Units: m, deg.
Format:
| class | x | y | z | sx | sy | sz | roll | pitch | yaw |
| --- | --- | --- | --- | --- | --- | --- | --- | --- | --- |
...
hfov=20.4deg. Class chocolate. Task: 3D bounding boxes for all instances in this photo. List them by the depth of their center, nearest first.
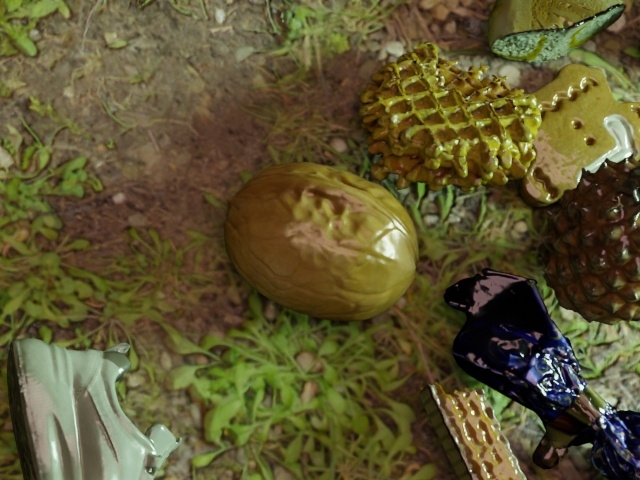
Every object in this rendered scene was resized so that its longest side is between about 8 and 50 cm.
| class | x | y | z | sx | sy | sz | roll | pitch | yaw |
| --- | --- | --- | --- | --- | --- | --- | --- | --- | --- |
| chocolate | 0.258 | 0.165 | 1.837 | 0.343 | 0.126 | 0.148 | 41 | 86 | 2 |

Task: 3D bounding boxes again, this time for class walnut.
| class | x | y | z | sx | sy | sz | roll | pitch | yaw |
| --- | --- | --- | --- | --- | --- | --- | --- | --- | --- |
| walnut | 0.000 | 0.000 | 1.817 | 0.207 | 0.159 | 0.159 | 21 | 74 | 2 |

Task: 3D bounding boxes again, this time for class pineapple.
| class | x | y | z | sx | sy | sz | roll | pitch | yaw |
| --- | --- | --- | --- | --- | --- | --- | --- | --- | --- |
| pineapple | 0.312 | -0.012 | 1.819 | 0.166 | 0.193 | 0.166 | 11 | 49 | -13 |

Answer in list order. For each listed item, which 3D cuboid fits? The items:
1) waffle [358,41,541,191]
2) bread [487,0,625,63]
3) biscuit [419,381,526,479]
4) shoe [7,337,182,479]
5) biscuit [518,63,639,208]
| class | x | y | z | sx | sy | sz | roll | pitch | yaw |
| --- | --- | --- | --- | --- | --- | --- | --- | --- | --- |
| waffle | 0.136 | -0.132 | 1.879 | 0.193 | 0.070 | 0.197 | 11 | 45 | 0 |
| bread | 0.246 | -0.250 | 1.956 | 0.157 | 0.083 | 0.094 | -30 | 81 | -17 |
| biscuit | 0.207 | 0.312 | 1.808 | 0.054 | 0.094 | 0.378 | -24 | 81 | -9 |
| shoe | -0.208 | 0.237 | 1.742 | 0.159 | 0.124 | 0.316 | -12 | 79 | -19 |
| biscuit | 0.310 | -0.074 | 1.950 | 0.184 | 0.035 | 0.248 | -30 | 84 | -15 |
